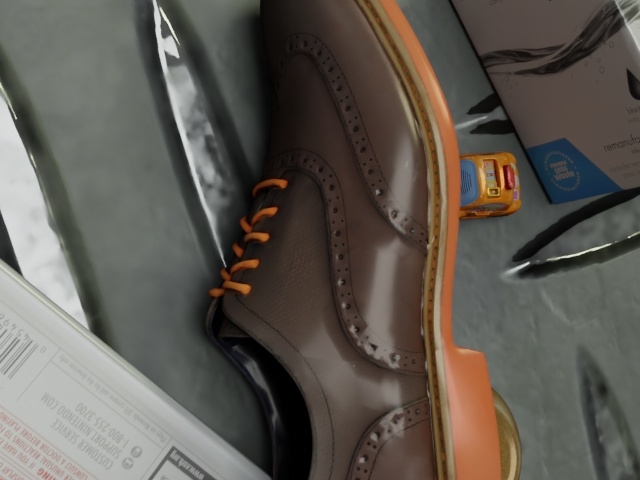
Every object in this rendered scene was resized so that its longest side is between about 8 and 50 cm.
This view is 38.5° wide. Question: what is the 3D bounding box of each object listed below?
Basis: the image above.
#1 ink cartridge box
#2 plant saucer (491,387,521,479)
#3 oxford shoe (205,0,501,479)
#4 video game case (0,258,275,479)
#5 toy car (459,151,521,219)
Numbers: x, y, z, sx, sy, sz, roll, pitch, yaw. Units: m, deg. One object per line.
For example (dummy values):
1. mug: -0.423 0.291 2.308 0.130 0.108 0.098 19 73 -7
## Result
1. ink cartridge box: 0.128 -0.115 0.458 0.060 0.104 0.180 -31 97 -25
2. plant saucer: 0.070 0.107 0.452 0.083 0.015 0.083 4 82 -26
3. oxford shoe: 0.000 0.000 0.383 0.098 0.097 0.271 -8 80 -20
4. video game case: -0.141 0.125 0.342 0.227 0.026 0.206 43 68 -16
5. toy car: 0.075 0.008 0.453 0.060 0.040 0.122 15 77 -24
